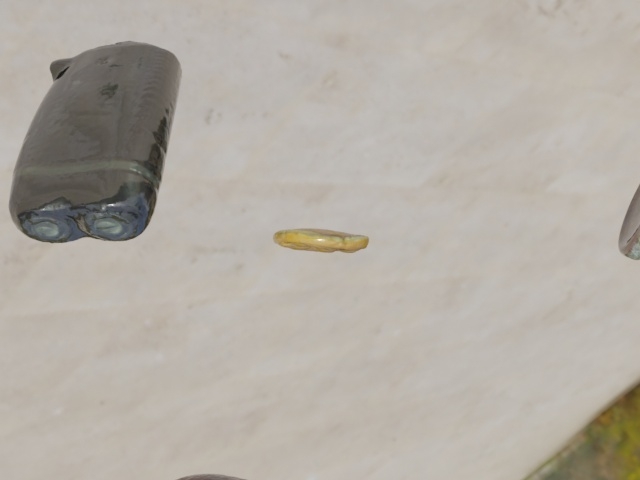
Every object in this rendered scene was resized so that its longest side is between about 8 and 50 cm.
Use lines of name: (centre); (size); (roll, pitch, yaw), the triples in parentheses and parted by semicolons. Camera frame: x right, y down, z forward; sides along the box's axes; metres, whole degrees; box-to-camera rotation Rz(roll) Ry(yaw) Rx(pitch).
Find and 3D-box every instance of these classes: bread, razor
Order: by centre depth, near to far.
bread: (0.000, 0.000, 1.449); (0.110, 0.024, 0.110); (5, 176, 0)
razor: (-0.303, -0.143, 1.756); (0.204, 0.349, 0.113); (-5, 137, 11)

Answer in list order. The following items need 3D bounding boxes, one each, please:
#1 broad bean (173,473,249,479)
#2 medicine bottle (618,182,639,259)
broad bean: (-0.126, 0.341, 1.633); (0.114, 0.165, 0.084); (-23, 123, -66)
medicine bottle: (0.550, 0.016, 1.611); (0.151, 0.322, 0.151); (23, 90, -89)
